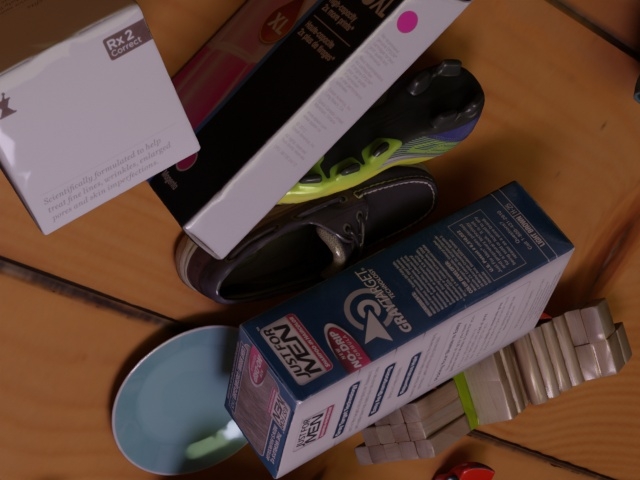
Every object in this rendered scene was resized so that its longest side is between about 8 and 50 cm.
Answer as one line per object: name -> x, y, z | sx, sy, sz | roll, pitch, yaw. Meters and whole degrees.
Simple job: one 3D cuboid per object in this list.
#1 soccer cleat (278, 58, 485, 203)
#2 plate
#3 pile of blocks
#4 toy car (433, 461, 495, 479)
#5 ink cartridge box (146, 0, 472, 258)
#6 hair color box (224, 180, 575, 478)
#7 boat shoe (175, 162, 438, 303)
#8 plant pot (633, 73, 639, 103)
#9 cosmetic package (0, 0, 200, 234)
soccer cleat -> 0.032, -0.087, 1.503 | 0.289, 0.093, 0.121 | -23, 162, -25
plate -> -0.132, 0.164, 1.629 | 0.188, 0.024, 0.188 | -15, 125, -22
pile of blocks -> 0.187, 0.138, 1.759 | 0.362, 0.149, 0.113 | -19, 95, -27
toy car -> 0.111, 0.381, 1.894 | 0.225, 0.053, 0.239 | -22, 127, -17
ink cartridge box -> -0.011, -0.166, 1.385 | 0.371, 0.176, 0.069 | -44, 130, 1
hair color box -> 0.078, 0.088, 1.581 | 0.347, 0.105, 0.174 | -27, 155, -25
boat shoe -> 0.000, 0.000, 1.554 | 0.285, 0.092, 0.103 | -17, 127, -20
plant pot -> 0.479, -0.228, 1.593 | 0.293, 0.293, 0.196 | 7, 89, -34
cosmetic package -> -0.219, -0.134, 1.279 | 0.151, 0.184, 0.151 | -30, 130, -10
